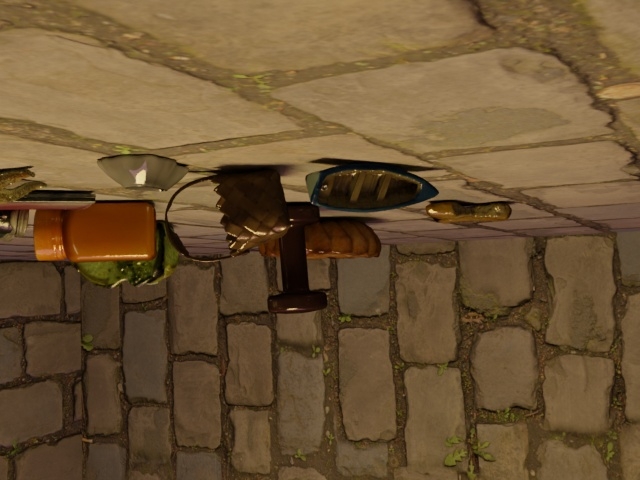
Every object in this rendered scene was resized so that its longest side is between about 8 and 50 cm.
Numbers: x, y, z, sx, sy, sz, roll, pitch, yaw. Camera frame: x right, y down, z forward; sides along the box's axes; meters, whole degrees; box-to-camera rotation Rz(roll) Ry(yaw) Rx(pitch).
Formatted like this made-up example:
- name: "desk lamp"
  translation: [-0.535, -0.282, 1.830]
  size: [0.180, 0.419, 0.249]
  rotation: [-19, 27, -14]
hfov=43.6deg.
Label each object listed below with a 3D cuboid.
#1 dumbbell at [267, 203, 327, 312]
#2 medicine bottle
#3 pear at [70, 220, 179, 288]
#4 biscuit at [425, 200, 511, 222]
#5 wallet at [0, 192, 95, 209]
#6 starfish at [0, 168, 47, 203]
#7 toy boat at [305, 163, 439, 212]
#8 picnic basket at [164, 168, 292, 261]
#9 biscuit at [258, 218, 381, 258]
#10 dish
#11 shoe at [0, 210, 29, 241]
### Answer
- name: "dumbbell"
  translation: [-0.056, 0.039, 1.658]
  size: [0.124, 0.225, 0.140]
  rotation: [-4, 178, -3]
- name: "medicine bottle"
  translation: [-0.430, -0.014, 1.544]
  size: [0.222, 0.112, 0.149]
  rotation: [-1, 177, -10]
- name: "pear"
  translation: [-0.485, 0.038, 2.013]
  size: [0.238, 0.164, 0.255]
  rotation: [-4, 178, -1]
- name: "biscuit"
  translation: [0.323, -0.064, 1.726]
  size: [0.183, 0.039, 0.174]
  rotation: [-3, 174, 10]
- name: "wallet"
  translation: [-0.509, -0.067, 1.360]
  size: [0.232, 0.025, 0.119]
  rotation: [0, 176, -24]
- name: "starfish"
  translation: [-0.481, -0.078, 1.132]
  size: [0.217, 0.050, 0.223]
  rotation: [-13, 176, 34]
- name: "toy boat"
  translation: [0.078, -0.080, 1.167]
  size: [0.229, 0.080, 0.046]
  rotation: [-3, -148, -36]
- name: "picnic basket"
  translation: [-0.140, -0.036, 1.180]
  size: [0.178, 0.128, 0.138]
  rotation: [-19, 176, -9]
- name: "biscuit"
  translation: [0.000, 0.000, 2.071]
  size: [0.325, 0.107, 0.326]
  rotation: [1, 174, 0]
- name: "dish"
  translation: [-0.232, -0.085, 1.078]
  size: [0.091, 0.039, 0.137]
  rotation: [-4, 175, 26]
- name: "shoe"
  translation: [-0.597, -0.040, 1.456]
  size: [0.099, 0.071, 0.169]
  rotation: [10, 172, -36]
